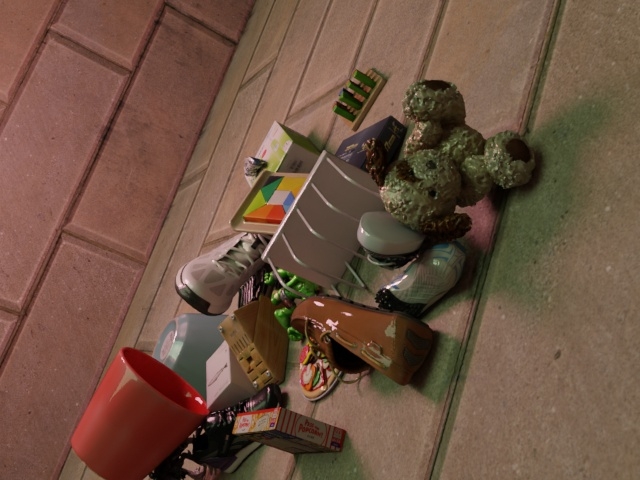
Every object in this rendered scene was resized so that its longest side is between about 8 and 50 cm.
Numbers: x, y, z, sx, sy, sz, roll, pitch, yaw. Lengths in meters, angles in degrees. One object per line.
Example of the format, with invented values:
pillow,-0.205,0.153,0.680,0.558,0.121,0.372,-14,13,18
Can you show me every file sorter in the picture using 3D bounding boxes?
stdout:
file sorter,0.038,-0.008,1.533,0.277,0.193,0.173,-59,26,13

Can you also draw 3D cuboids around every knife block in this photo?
knife block,-0.121,0.212,1.811,0.275,0.242,0.088,56,133,12

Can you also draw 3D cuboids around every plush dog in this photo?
plush dog,0.198,-0.115,1.252,0.225,0.262,0.210,-39,-18,-23

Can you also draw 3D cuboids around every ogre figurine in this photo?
ogre figurine,-0.063,0.131,1.718,0.118,0.097,0.197,-45,32,27

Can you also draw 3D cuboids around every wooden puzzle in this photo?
wooden puzzle,-0.100,-0.104,1.904,0.239,0.044,0.221,9,53,30

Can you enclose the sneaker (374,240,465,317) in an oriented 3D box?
sneaker,0.180,0.076,1.295,0.086,0.085,0.237,-40,-2,-38

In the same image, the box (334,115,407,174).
box,0.090,-0.187,1.740,0.183,0.059,0.233,-60,20,-21

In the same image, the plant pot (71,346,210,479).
plant pot,-0.439,0.430,1.722,0.243,0.275,0.275,-53,22,-3

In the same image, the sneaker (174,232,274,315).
sneaker,-0.218,0.023,1.945,0.257,0.169,0.447,-50,-1,21

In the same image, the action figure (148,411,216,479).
action figure,-0.326,0.548,1.812,0.164,0.141,0.275,-23,30,55

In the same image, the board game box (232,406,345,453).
board game box,-0.065,0.374,1.407,0.193,0.147,0.045,-27,43,55

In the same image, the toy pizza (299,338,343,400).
toy pizza,0.002,0.243,1.548,0.201,0.032,0.201,-47,28,35

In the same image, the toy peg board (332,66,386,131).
toy peg board,0.086,-0.406,1.990,0.161,0.079,0.160,-58,23,15

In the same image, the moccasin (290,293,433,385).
moccasin,0.056,0.192,1.360,0.380,0.139,0.147,10,73,53

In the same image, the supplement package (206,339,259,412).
supplement package,-0.215,0.347,1.808,0.105,0.105,0.179,-49,27,19

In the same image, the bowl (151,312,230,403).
bowl,-0.393,0.341,2.142,0.311,0.163,0.311,-47,29,36

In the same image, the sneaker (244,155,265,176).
sneaker,-0.200,-0.217,2.152,0.135,0.052,0.058,-167,91,-76

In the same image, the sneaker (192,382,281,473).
sneaker,-0.200,0.430,1.669,0.283,0.124,0.107,-54,25,24

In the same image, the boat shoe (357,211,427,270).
boat shoe,0.128,0.006,1.300,0.102,0.108,0.301,-67,-13,16

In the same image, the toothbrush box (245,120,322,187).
toothbrush box,-0.111,-0.217,2.169,0.206,0.122,0.283,-60,21,13
